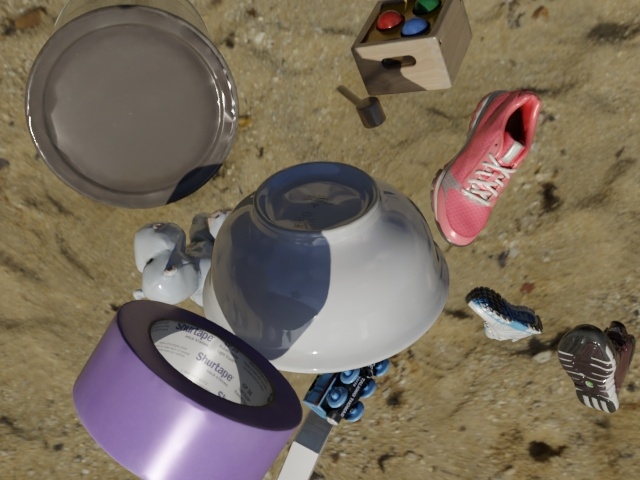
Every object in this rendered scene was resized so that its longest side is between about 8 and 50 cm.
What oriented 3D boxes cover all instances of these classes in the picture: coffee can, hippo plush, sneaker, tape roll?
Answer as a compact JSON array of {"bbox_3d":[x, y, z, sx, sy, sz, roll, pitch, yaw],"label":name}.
[{"bbox_3d":[-0.207,-0.179,0.865,0.202,0.275,0.201,-5,116,-11],"label":"coffee can"},{"bbox_3d":[-0.282,0.074,1.614,0.237,0.234,0.294,-4,66,-39],"label":"hippo plush"},{"bbox_3d":[0.327,0.150,1.440,0.191,0.083,0.071,27,39,-31],"label":"sneaker"},{"bbox_3d":[0.296,-0.138,1.374,0.116,0.136,0.313,26,82,-16],"label":"sneaker"},{"bbox_3d":[0.544,0.201,1.500,0.106,0.281,0.162,16,61,34],"label":"sneaker"},{"bbox_3d":[-0.115,0.138,0.687,0.189,0.189,0.080,34,98,6],"label":"tape roll"}]

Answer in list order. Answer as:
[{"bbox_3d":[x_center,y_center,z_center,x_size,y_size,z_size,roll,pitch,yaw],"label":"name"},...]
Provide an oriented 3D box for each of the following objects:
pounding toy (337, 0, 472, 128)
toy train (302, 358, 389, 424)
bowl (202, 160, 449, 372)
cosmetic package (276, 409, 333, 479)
[{"bbox_3d":[0.092,-0.254,1.077,0.181,0.094,0.206,0,46,30],"label":"pounding toy"},{"bbox_3d":[0.051,0.257,1.448,0.080,0.105,0.184,45,66,-32],"label":"toy train"},{"bbox_3d":[0.000,0.000,0.897,0.298,0.134,0.298,-4,37,3],"label":"bowl"},{"bbox_3d":[-0.045,0.460,1.566,0.060,0.239,0.099,26,35,9],"label":"cosmetic package"}]
